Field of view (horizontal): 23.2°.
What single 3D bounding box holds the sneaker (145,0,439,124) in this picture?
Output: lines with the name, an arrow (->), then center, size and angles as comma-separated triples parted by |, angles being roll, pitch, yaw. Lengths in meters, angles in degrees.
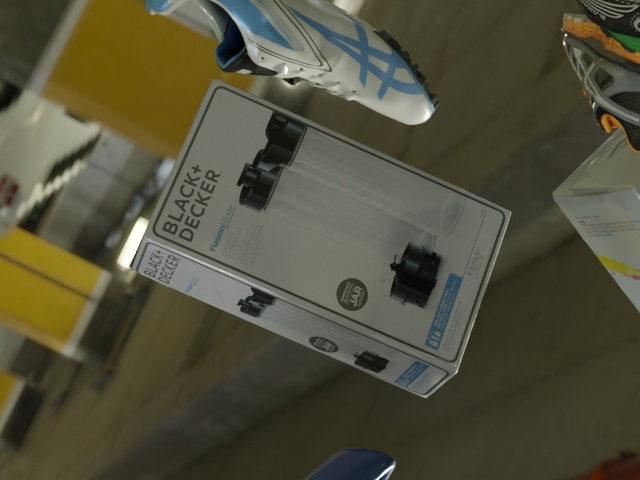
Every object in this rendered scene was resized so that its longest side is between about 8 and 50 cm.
sneaker -> -0.019, -0.138, 1.085 | 0.086, 0.237, 0.085 | -59, -152, 2

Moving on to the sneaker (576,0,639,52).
sneaker -> 0.242, -0.185, 0.703 | 0.343, 0.146, 0.134 | -22, -127, 48

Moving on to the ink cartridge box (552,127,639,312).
ink cartridge box -> 0.309, -0.016, 1.288 | 0.128, 0.176, 0.127 | -44, -167, -17

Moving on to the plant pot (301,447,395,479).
plant pot -> 0.011, 0.307, 1.202 | 0.236, 0.212, 0.236 | -35, 166, -19

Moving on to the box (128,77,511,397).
box -> 0.000, 0.000, 1.354 | 0.087, 0.290, 0.169 | 124, -11, -66

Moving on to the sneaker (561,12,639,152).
sneaker -> 0.219, -0.118, 1.124 | 0.215, 0.084, 0.083 | -90, -177, -77
